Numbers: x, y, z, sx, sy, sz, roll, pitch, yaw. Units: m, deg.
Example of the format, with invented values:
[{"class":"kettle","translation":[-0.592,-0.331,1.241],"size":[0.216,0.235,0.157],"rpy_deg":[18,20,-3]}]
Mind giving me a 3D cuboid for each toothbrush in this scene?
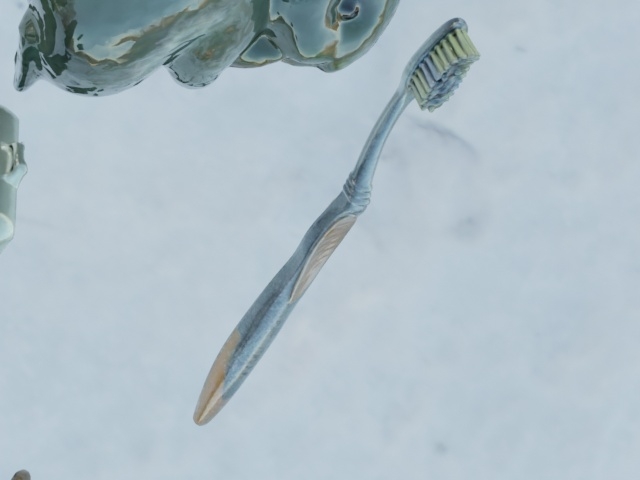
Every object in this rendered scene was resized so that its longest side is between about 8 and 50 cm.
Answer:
[{"class":"toothbrush","translation":[0.000,0.000,1.245],"size":[0.028,0.037,0.375],"rpy_deg":[2,136,-38]}]

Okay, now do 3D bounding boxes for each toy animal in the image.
[{"class":"toy animal","translation":[-0.025,-0.132,0.887],"size":[0.251,0.127,0.125],"rpy_deg":[-10,119,-18]}]

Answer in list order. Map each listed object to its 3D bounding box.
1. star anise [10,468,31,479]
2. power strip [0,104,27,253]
[{"class":"star anise","translation":[-0.314,0.298,1.628],"size":[0.109,0.349,0.292],"rpy_deg":[-42,113,-38]},{"class":"power strip","translation":[-0.192,0.013,0.918],"size":[0.035,0.081,0.192],"rpy_deg":[17,136,-25]}]
